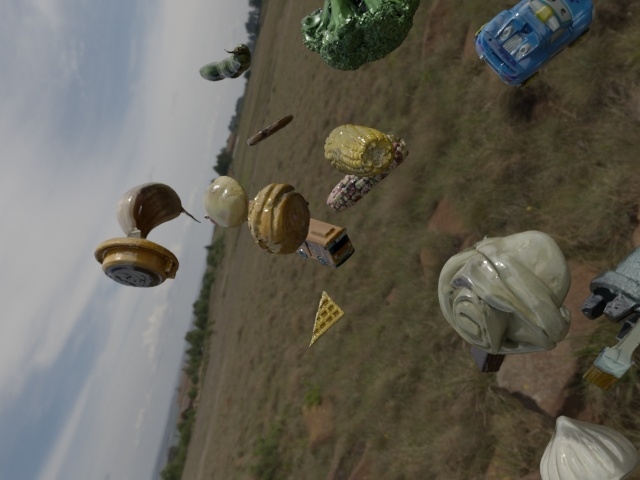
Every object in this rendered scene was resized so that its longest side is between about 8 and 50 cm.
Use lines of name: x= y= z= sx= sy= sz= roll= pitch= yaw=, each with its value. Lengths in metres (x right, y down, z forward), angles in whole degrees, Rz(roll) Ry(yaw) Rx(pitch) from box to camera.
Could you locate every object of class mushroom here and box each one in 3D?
mushroom: x=-0.250 y=-0.101 z=1.364 sx=0.112 sy=0.148 sz=0.148 roll=-40 pitch=-6 yaw=-27

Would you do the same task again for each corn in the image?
corn: x=0.075 y=-0.177 z=1.014 sx=0.305 sy=0.106 sz=0.106 roll=-123 pitch=48 yaw=-73
corn: x=0.135 y=-0.187 z=1.457 sx=0.280 sy=0.092 sz=0.092 roll=-45 pitch=24 yaw=20

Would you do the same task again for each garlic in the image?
garlic: x=-0.368 y=-0.069 z=1.144 sx=0.090 sy=0.129 sz=0.198 roll=-29 pitch=1 yaw=29

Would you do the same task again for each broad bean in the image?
broad bean: x=-0.179 y=-0.338 z=0.975 sx=0.226 sy=0.069 sz=0.039 roll=8 pitch=91 yaw=64

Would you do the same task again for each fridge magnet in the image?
fridge magnet: x=-0.320 y=0.040 z=0.886 sx=0.143 sy=0.143 sz=0.063 roll=122 pitch=152 yaw=-58

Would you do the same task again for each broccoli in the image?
broccoli: x=0.124 y=-0.662 z=1.467 sx=0.413 sy=0.310 sz=0.321 roll=-24 pitch=78 yaw=28

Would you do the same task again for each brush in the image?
brush: x=0.792 y=0.258 z=1.296 sx=0.020 sy=0.085 sz=0.337 roll=-42 pitch=-24 yaw=-52

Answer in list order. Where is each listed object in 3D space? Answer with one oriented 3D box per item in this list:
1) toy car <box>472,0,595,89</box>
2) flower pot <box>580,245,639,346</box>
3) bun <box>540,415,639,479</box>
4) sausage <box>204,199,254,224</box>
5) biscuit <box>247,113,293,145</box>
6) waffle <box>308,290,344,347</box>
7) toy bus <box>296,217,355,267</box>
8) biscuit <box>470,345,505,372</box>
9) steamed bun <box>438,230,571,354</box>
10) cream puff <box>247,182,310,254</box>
toy car: x=0.543 y=-0.538 z=1.270 sx=0.314 sy=0.198 sz=0.166 roll=-39 pitch=-6 yaw=3
flower pot: x=1.031 y=0.193 z=1.629 sx=0.283 sy=0.299 sz=0.299 roll=-40 pitch=13 yaw=-2
bun: x=0.694 y=0.562 z=1.371 sx=0.175 sy=0.263 sz=0.263 roll=62 pitch=151 yaw=21
sausage: x=-0.297 y=-0.100 z=1.830 sx=0.083 sy=0.263 sz=0.083 roll=-8 pitch=-90 yaw=-78
biscuit: x=-0.195 y=-0.433 z=2.000 sx=0.212 sy=0.036 sz=0.212 roll=-29 pitch=12 yaw=7
waffle: x=-0.014 y=0.278 z=1.804 sx=0.191 sy=0.125 sz=0.032 roll=-35 pitch=-15 yaw=-31
toy bus: x=0.000 y=0.000 z=1.570 sx=0.201 sy=0.098 sz=0.114 roll=19 pitch=142 yaw=46
biscuit: x=0.597 y=0.273 z=1.700 sx=0.107 sy=0.073 sz=0.388 roll=-106 pitch=19 yaw=-55
steamed bun: x=0.486 y=0.163 z=1.417 sx=0.367 sy=0.255 sz=0.343 roll=-14 pitch=95 yaw=62
cream puff: x=-0.107 y=-0.055 z=1.240 sx=0.189 sy=0.129 sz=0.189 roll=1 pitch=-90 yaw=-67
